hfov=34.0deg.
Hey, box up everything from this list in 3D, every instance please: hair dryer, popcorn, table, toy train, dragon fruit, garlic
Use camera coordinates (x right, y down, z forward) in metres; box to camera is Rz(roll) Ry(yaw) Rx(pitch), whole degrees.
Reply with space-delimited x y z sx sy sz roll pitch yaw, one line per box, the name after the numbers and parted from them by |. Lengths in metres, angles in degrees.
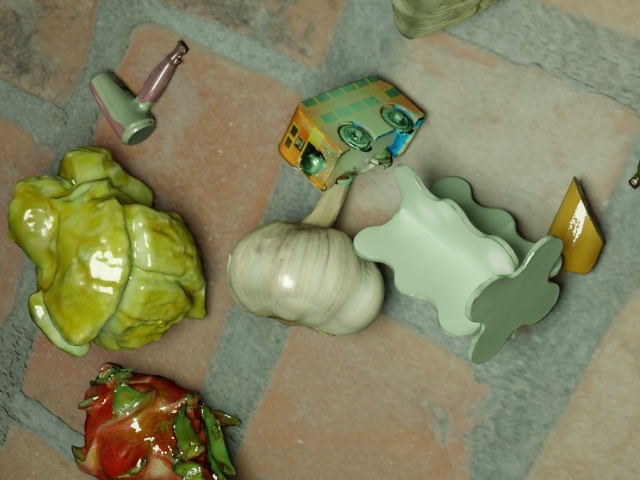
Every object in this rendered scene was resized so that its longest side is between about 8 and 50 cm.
-0.234 -0.213 1.418 0.154 0.054 0.106 -38 76 17 | hair dryer
-0.287 0.022 1.379 0.276 0.225 0.276 6 100 38 | popcorn
0.151 0.012 1.174 0.198 0.166 0.166 43 116 36 | table
0.034 -0.125 1.208 0.099 0.188 0.072 48 134 16 | toy train
-0.204 0.267 1.389 0.269 0.198 0.200 9 125 45 | dragon fruit
0.000 0.000 1.268 0.199 0.199 0.226 14 78 25 | garlic

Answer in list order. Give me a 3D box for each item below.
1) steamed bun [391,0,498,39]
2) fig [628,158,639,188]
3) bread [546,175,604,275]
0.161 -0.323 1.106 0.211 0.218 0.144 -22 87 2 | steamed bun
0.389 -0.111 1.082 0.177 0.117 0.117 -32 83 50 | fig
0.290 -0.013 1.170 0.062 0.049 0.103 28 112 21 | bread
